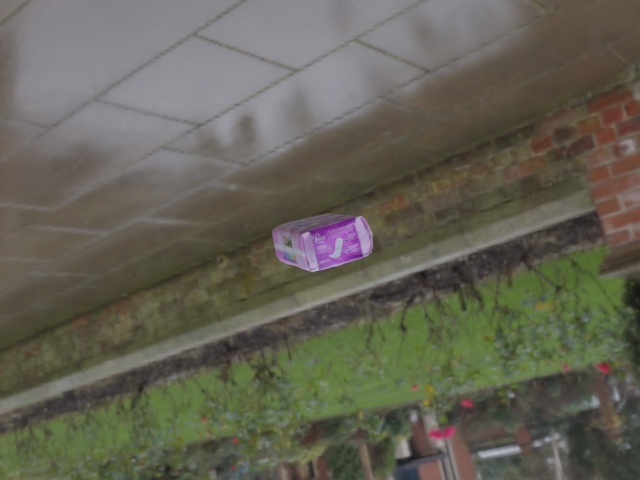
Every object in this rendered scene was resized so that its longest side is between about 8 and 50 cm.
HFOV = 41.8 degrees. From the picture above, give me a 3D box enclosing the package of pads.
[{"bbox_3d":[0.000,0.000,0.599,0.050,0.032,0.083,-17,-172,-16],"label":"package of pads"}]
